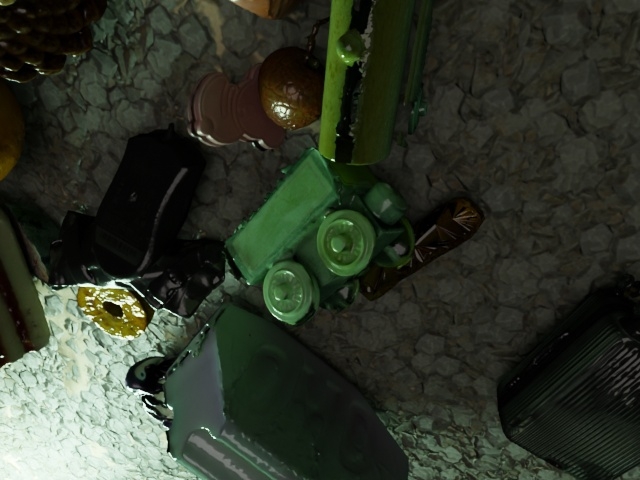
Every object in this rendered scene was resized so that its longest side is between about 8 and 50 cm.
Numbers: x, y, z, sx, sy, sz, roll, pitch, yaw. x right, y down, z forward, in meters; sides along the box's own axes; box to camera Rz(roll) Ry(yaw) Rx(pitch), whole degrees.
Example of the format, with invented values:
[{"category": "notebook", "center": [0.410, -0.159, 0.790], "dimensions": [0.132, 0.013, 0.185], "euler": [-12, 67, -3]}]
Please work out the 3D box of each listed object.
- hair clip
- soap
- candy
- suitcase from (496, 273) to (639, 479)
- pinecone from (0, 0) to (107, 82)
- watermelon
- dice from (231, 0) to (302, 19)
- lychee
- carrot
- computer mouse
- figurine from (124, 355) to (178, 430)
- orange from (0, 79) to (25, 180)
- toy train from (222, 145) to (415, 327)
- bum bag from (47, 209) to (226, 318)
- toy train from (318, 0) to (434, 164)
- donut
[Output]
[{"category": "hair clip", "center": [-0.113, -0.179, 0.617], "dimensions": [0.102, 0.138, 0.123], "euler": [0, 108, 9]}, {"category": "soap", "center": [-0.061, 0.325, 0.780], "dimensions": [0.446, 0.261, 0.156], "euler": [39, 119, -5]}, {"category": "candy", "center": [-0.650, 0.069, 0.853], "dimensions": [0.179, 0.135, 0.320], "euler": [18, 121, 34]}, {"category": "suitcase", "center": [0.430, 0.220, 0.675], "dimensions": [0.202, 0.128, 0.312], "euler": [30, 120, -1]}, {"category": "pinecone", "center": [-0.434, -0.333, 0.567], "dimensions": [0.264, 0.264, 0.264], "euler": [6, 117, 12]}, {"category": "watermelon", "center": [-0.545, 0.014, 0.870], "dimensions": [0.139, 0.071, 0.187], "euler": [-21, 97, 41]}, {"category": "dice", "center": [-0.068, -0.372, 0.487], "dimensions": [0.179, 0.174, 0.175], "euler": [41, 120, -8]}, {"category": "lychee", "center": [-0.033, -0.217, 0.596], "dimensions": [0.101, 0.114, 0.140], "euler": [5, 131, 4]}, {"category": "carrot", "center": [0.144, 0.017, 0.687], "dimensions": [0.069, 0.069, 0.229], "euler": [45, 119, -9]}, {"category": "computer mouse", "center": [-0.274, -0.062, 0.729], "dimensions": [0.147, 0.088, 0.264], "euler": [28, 98, 21]}, {"category": "figurine", "center": [-0.287, 0.304, 0.918], "dimensions": [0.222, 0.145, 0.145], "euler": [26, 120, -11]}, {"category": "orange", "center": [-0.595, -0.180, 0.679], "dimensions": [0.246, 0.246, 0.246], "euler": [6, 117, 12]}, {"category": "toy train", "center": [0.000, 0.000, 0.649], "dimensions": [0.272, 0.159, 0.188], "euler": [-45, 69, 28]}, {"category": "bum bag", "center": [-0.330, 0.041, 0.795], "dimensions": [0.341, 0.095, 0.144], "euler": [11, 78, 8]}, {"category": "toy train", "center": [0.076, -0.229, 0.510], "dimensions": [0.126, 0.189, 0.307], "euler": [10, 119, 7]}, {"category": "donut", "center": [-0.397, 0.122, 0.883], "dimensions": [0.152, 0.058, 0.151], "euler": [6, 118, 12]}]
